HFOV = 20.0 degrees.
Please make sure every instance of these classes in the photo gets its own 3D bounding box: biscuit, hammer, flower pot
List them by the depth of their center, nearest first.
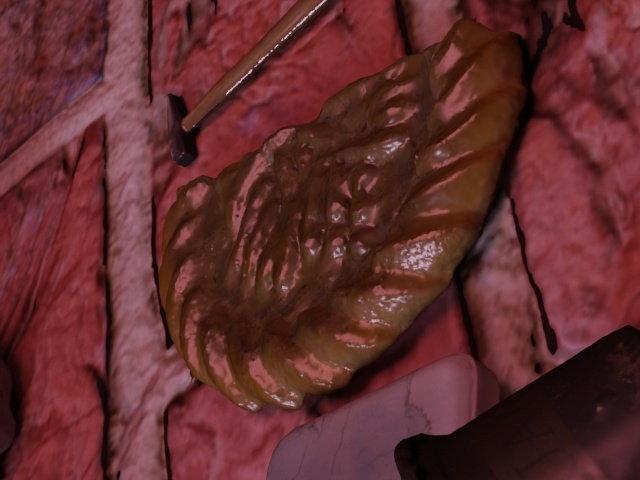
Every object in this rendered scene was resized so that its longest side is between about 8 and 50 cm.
[{"bbox_3d":[0.117,0.106,0.676,0.107,0.157,0.157,-39,39,6],"label":"flower pot"},{"bbox_3d":[0.000,0.000,0.974,0.273,0.036,0.187,-29,46,37],"label":"biscuit"},{"bbox_3d":[-0.027,-0.127,1.115,0.199,0.013,0.062,-42,40,25],"label":"hammer"}]

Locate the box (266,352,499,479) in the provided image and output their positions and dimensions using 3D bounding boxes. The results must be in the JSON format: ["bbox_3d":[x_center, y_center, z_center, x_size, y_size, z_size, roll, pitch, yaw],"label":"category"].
[{"bbox_3d":[0.017,0.189,0.798,0.142,0.044,0.285,-28,40,36],"label":"box"}]

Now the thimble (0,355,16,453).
[{"bbox_3d":[-0.321,0.135,1.178,0.245,0.157,0.217,-51,34,13],"label":"thimble"}]
